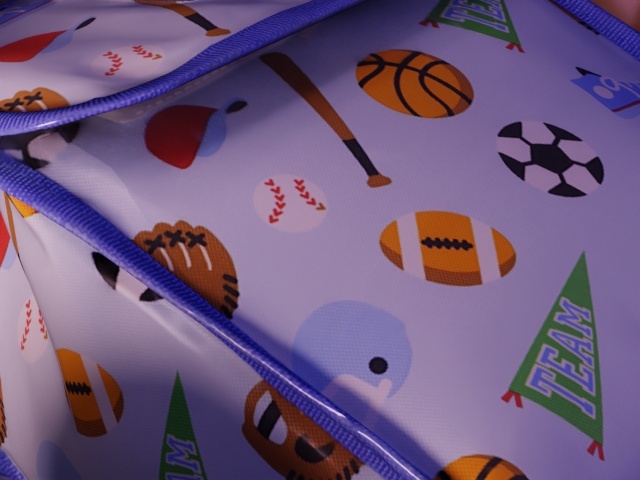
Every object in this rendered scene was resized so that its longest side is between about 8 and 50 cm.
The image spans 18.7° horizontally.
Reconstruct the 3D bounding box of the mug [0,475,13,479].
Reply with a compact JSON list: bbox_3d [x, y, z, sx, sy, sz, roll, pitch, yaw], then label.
[{"bbox_3d":[-0.159,0.259,0.625,0.374,0.276,0.328,-40,119,-10],"label":"mug"}]

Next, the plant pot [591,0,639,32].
[{"bbox_3d":[0.150,-0.076,1.083,0.205,0.205,0.188,-35,103,-43],"label":"plant pot"}]

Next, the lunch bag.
[{"bbox_3d":[0.000,0.000,0.872,0.385,0.239,0.328,39,44,19],"label":"lunch bag"}]
